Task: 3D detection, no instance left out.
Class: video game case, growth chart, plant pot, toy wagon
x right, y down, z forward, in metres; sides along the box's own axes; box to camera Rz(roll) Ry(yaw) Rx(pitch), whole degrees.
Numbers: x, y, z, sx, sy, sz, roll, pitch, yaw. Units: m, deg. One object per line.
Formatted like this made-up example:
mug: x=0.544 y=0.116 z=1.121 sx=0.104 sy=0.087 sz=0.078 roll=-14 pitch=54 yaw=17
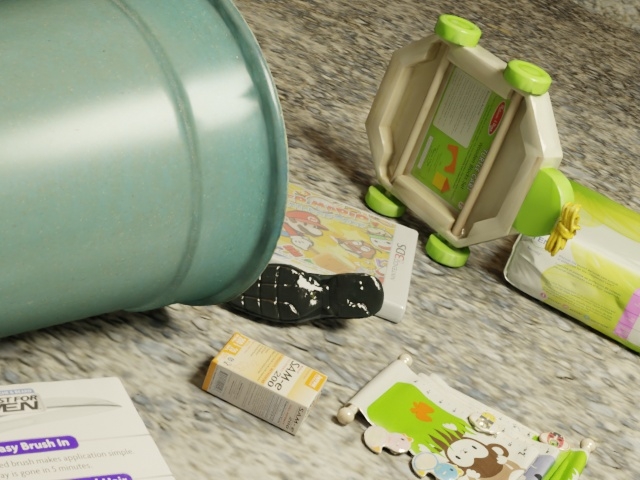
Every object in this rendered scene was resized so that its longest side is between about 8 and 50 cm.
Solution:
video game case: x=0.000 y=0.000 z=1.382 sx=0.227 sy=0.026 sz=0.206 roll=21 pitch=26 yaw=-1
growth chart: x=0.143 y=0.190 z=1.140 sx=0.237 sy=0.021 sz=0.172 roll=26 pitch=28 yaw=10
plant pot: x=-0.265 y=-0.061 z=1.008 sx=0.334 sy=0.341 sz=0.341 roll=-19 pitch=46 yaw=-41
toy wagon: x=0.192 y=-0.100 z=1.438 sx=0.068 sy=0.267 sz=0.344 roll=-9 pitch=40 yaw=-44

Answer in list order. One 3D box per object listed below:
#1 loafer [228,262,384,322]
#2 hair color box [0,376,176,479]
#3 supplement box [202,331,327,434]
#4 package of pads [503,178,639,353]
loafer: x=-0.022 y=0.059 z=1.238 sx=0.170 sy=0.062 sz=0.061 roll=8 pitch=-10 yaw=-12
hair color box: x=-0.162 y=0.234 z=0.740 sx=0.185 sy=0.110 sz=0.339 roll=0 pitch=35 yaw=-34
supplement box: x=-0.051 y=0.131 z=1.089 sx=0.098 sy=0.036 sz=0.062 roll=25 pitch=27 yaw=7
package of pads: x=0.398 y=0.047 z=1.501 sx=0.297 sy=0.101 sz=0.229 roll=28 pitch=26 yaw=15
